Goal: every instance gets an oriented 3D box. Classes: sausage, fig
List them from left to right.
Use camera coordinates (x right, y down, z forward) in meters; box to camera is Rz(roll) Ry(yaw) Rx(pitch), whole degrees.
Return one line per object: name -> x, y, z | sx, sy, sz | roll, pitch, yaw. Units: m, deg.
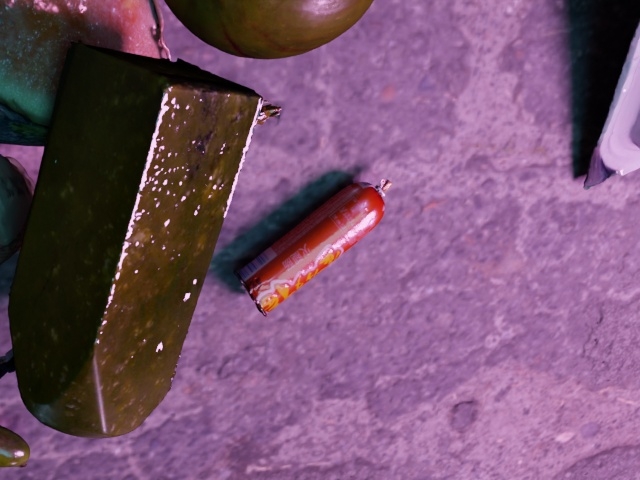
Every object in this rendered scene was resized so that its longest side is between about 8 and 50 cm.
sausage -> 0.000, 0.000, 0.798 | 0.145, 0.048, 0.050 | -39, 133, -5
fig -> 0.001, -0.211, 0.653 | 0.259, 0.151, 0.151 | -36, 136, -46

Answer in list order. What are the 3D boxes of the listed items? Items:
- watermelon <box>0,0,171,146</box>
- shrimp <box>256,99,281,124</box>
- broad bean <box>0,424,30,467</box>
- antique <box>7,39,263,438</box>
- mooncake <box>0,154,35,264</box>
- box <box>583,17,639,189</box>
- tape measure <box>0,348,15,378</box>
watermelon -> -0.178, -0.163, 0.559 | 0.318, 0.148, 0.226 | 32, 93, -38
shrimp -> -0.079, -0.063, 0.734 | 0.114, 0.023, 0.083 | -20, 128, -9
broad bean -> -0.307, 0.144, 0.718 | 0.195, 0.061, 0.046 | 4, 141, -42
antique -> -0.115, 0.006, 0.575 | 0.080, 0.081, 0.221 | 0, 113, -53
mooncake -> -0.238, -0.005, 0.622 | 0.129, 0.125, 0.073 | -24, 92, -5
box -> 0.369, -0.160, 0.786 | 0.264, 0.106, 0.337 | -23, 146, -15
tape measure -> -0.218, 0.050, 0.693 | 0.179, 0.107, 0.104 | -17, 166, 2
